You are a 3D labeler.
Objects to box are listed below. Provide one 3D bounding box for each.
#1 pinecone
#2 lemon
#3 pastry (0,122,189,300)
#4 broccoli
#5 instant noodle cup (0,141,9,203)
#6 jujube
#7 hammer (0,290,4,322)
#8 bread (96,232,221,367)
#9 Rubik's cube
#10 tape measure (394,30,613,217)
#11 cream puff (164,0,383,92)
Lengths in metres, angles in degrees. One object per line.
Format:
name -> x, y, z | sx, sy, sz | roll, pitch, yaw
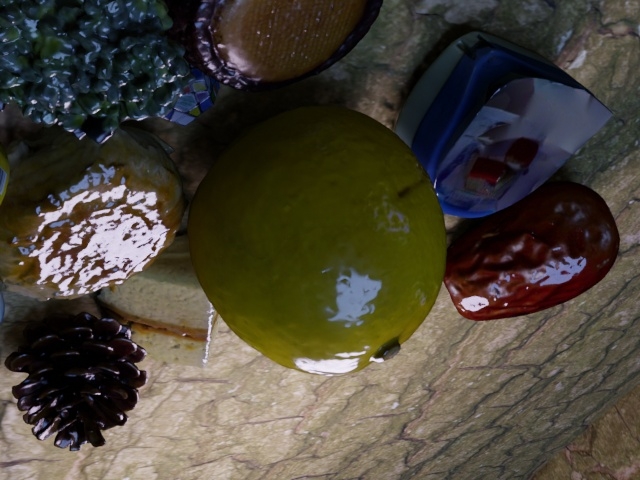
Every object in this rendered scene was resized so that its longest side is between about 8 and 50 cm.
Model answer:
pinecone -> -0.349, 0.204, 1.205 | 0.207, 0.208, 0.208 | -20, 145, -15
lemon -> 0.000, 0.000, 1.074 | 0.347, 0.348, 0.348 | -20, 145, -15
pastry -> -0.282, -0.038, 1.007 | 0.257, 0.121, 0.236 | -33, 150, 1
broccoli -> -0.226, -0.232, 0.704 | 0.247, 0.246, 0.288 | -17, 117, 29
instant noodle cup -> -0.402, -0.082, 0.803 | 0.205, 0.205, 0.153 | -30, 155, 0
jujube -> 0.372, 0.024, 1.507 | 0.318, 0.223, 0.223 | -25, 147, 7
hammer -> -0.458, 0.047, 1.035 | 0.116, 0.069, 0.194 | -13, 138, -21
bread -> -0.231, 0.070, 1.264 | 0.178, 0.135, 0.240 | 12, 139, 0
Rubik's cube -> -0.163, -0.180, 0.929 | 0.111, 0.111, 0.093 | 19, 95, -48
tape measure -> 0.239, -0.162, 1.213 | 0.259, 0.138, 0.262 | 9, 130, -41
cream puff -> -0.055, -0.268, 0.828 | 0.239, 0.165, 0.239 | -24, 149, -15
